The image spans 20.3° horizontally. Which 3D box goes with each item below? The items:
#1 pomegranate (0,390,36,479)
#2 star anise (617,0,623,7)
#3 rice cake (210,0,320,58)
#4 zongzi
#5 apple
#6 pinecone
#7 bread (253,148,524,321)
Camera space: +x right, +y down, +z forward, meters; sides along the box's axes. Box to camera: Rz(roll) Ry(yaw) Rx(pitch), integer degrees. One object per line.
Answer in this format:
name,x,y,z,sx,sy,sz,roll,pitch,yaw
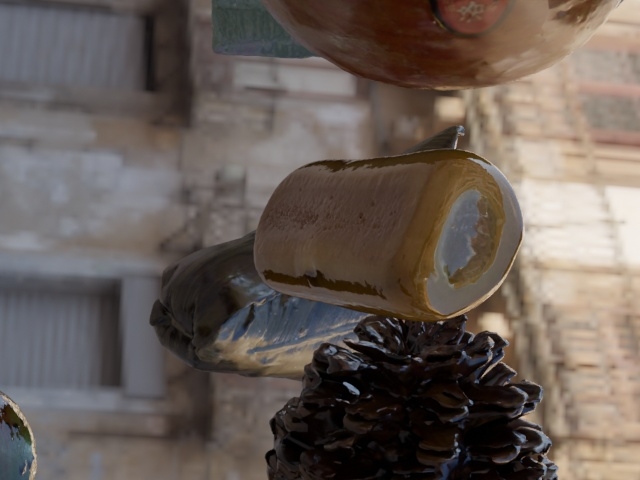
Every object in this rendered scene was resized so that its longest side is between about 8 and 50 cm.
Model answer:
pomegranate,-0.305,0.201,1.433,0.159,0.159,0.205,117,-33,-62
star anise,0.232,-0.283,1.259,0.230,0.081,0.262,-8,-107,42
rice cake,0.027,-0.207,1.455,0.043,0.237,0.127,-109,-163,-73
zongzi,0.000,0.000,1.661,0.134,0.286,0.288,40,-73,32
apple,0.086,-0.237,1.082,0.309,0.250,0.277,110,3,-67
pinecone,0.070,0.146,1.280,0.221,0.221,0.221,-176,-90,-78
bread,0.035,-0.003,0.999,0.092,0.074,0.239,-69,-160,-6
